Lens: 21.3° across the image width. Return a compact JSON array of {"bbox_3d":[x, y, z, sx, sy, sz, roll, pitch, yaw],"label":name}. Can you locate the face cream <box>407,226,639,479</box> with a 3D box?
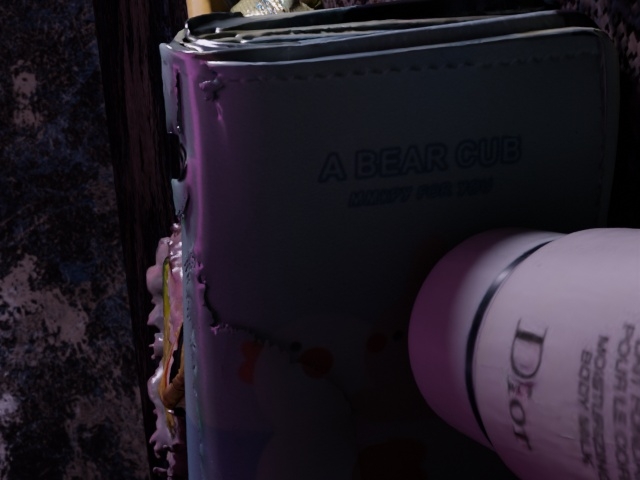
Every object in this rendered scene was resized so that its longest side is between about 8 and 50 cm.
[{"bbox_3d":[0.124,0.051,0.485,0.314,0.089,0.143,-164,68,-66],"label":"face cream"}]

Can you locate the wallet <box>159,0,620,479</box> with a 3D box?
[{"bbox_3d":[0.028,0.033,0.662,0.075,0.176,0.250,-142,47,-60],"label":"wallet"}]

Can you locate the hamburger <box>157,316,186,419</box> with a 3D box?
[{"bbox_3d":[0.000,0.000,0.842,0.231,0.107,0.231,-160,90,-88],"label":"hamburger"}]

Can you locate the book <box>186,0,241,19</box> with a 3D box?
[{"bbox_3d":[-0.045,-0.018,1.177,0.269,0.032,0.389,65,-165,-71],"label":"book"}]

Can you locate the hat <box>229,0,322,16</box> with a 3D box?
[{"bbox_3d":[-0.020,-0.132,1.109,0.076,0.059,0.077,53,-170,-19],"label":"hat"}]

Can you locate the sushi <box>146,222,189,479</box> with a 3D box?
[{"bbox_3d":[-0.082,0.103,1.369,0.161,0.107,0.241,177,93,-80],"label":"sushi"}]
